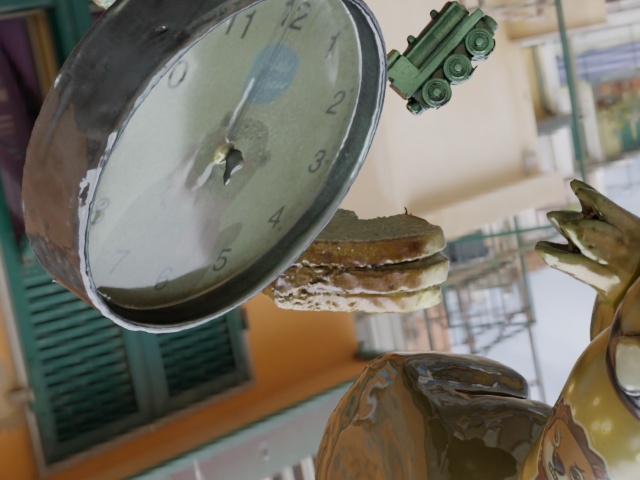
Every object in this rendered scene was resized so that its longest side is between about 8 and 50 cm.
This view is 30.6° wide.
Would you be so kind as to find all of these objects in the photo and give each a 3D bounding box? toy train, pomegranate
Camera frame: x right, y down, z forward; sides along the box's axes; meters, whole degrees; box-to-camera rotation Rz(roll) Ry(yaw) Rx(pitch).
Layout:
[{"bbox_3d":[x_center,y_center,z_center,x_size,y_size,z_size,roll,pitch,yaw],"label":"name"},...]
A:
[{"bbox_3d":[0.163,-0.255,1.605,0.170,0.111,0.071,-48,-175,2],"label":"toy train"},{"bbox_3d":[0.381,0.093,1.240,0.358,0.216,0.310,28,163,-4],"label":"pomegranate"}]

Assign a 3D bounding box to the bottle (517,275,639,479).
[{"bbox_3d":[0.284,0.148,0.992,0.171,0.351,0.172,3,-130,-3],"label":"bottle"}]

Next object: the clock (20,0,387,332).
[{"bbox_3d":[-0.065,-0.062,0.775,0.055,0.281,0.280,38,-144,29],"label":"clock"}]

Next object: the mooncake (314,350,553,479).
[{"bbox_3d":[0.169,0.395,1.694,0.262,0.467,0.467,6,180,-23],"label":"mooncake"}]

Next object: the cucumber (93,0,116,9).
[{"bbox_3d":[-0.110,-0.276,0.948,0.074,0.074,0.241,1,-126,57],"label":"cucumber"}]

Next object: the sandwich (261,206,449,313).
[{"bbox_3d":[-0.001,0.005,1.451,0.254,0.100,0.288,-3,-162,-30],"label":"sandwich"}]
